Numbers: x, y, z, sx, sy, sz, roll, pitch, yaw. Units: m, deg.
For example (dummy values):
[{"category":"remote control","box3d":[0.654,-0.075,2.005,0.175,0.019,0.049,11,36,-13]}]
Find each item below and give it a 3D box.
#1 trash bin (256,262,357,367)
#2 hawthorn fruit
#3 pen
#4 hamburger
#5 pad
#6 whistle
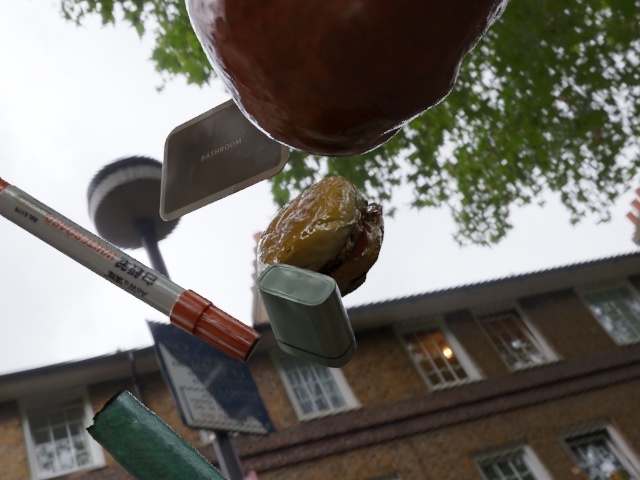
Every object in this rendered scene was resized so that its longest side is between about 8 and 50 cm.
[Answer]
[{"category":"trash bin","box3d":[-0.018,0.101,1.263,0.059,0.116,0.130,-54,-37,-33]},{"category":"hawthorn fruit","box3d":[0.001,-0.098,0.359,0.140,0.125,0.125,9,-49,6]},{"category":"pen","box3d":[-0.147,0.019,0.680,0.028,0.239,0.028,-56,-12,-19]},{"category":"hamburger","box3d":[0.000,0.000,1.664,0.163,0.244,0.244,37,-72,-22]},{"category":"pad","box3d":[-0.149,-0.138,1.422,0.266,0.176,0.002,-21,-33,33]},{"category":"whistle","box3d":[-0.057,0.160,0.546,0.039,0.186,0.039,-49,-9,-10]}]
